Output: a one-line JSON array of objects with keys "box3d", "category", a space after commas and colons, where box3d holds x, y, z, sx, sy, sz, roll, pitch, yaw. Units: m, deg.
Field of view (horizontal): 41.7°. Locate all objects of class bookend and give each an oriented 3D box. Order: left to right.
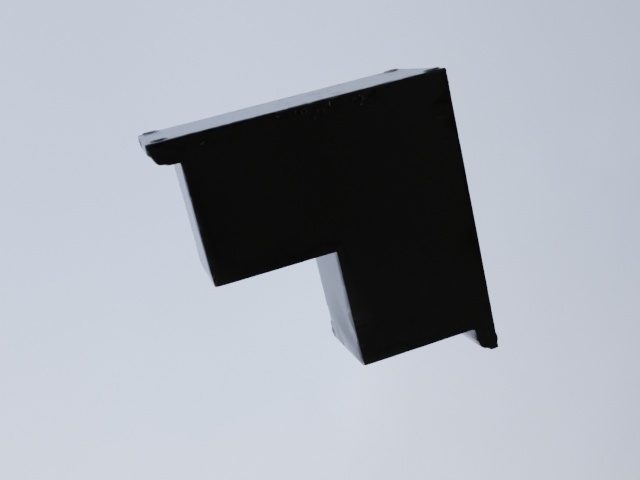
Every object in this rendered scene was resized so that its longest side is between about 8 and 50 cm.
[{"box3d": [0.000, 0.000, 0.458, 0.156, 0.072, 0.157, -17, -76, -11], "category": "bookend"}]
